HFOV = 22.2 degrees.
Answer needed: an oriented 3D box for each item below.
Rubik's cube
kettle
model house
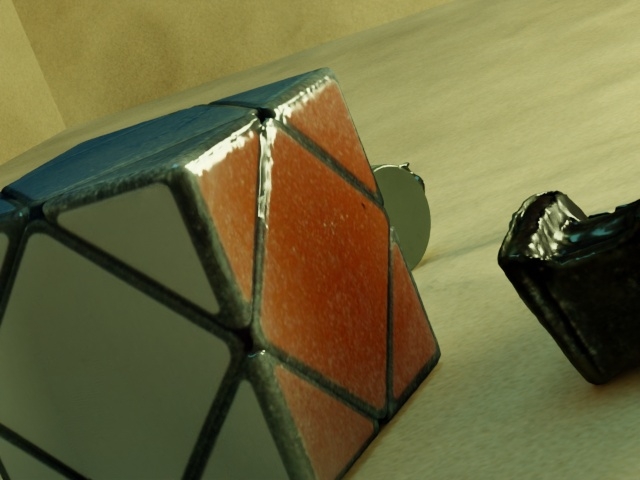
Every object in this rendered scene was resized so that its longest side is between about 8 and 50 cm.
[{"bbox_3d":[-0.080,0.039,0.963,0.205,0.207,0.205,-13,16,29],"label":"Rubik's cube"},{"bbox_3d":[-0.001,-0.006,1.287,0.127,0.098,0.148,-25,15,-41],"label":"kettle"},{"bbox_3d":[0.195,0.002,0.883,0.152,0.106,0.165,-18,17,25],"label":"model house"}]
